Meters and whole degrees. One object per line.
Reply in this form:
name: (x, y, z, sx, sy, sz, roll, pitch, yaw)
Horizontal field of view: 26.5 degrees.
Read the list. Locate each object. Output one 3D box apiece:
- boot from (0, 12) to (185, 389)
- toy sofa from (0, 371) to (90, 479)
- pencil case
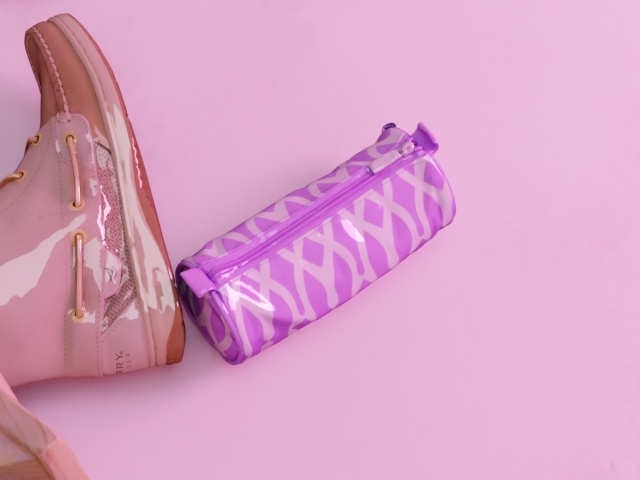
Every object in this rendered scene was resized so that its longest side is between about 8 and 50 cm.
boot: (-0.217, -0.018, 0.895, 0.204, 0.095, 0.262, -15, 74, -13)
toy sofa: (-0.288, 0.223, 0.729, 0.362, 0.150, 0.177, -41, 44, -23)
pencil case: (0.000, 0.000, 0.917, 0.206, 0.088, 0.086, -35, 70, -21)
